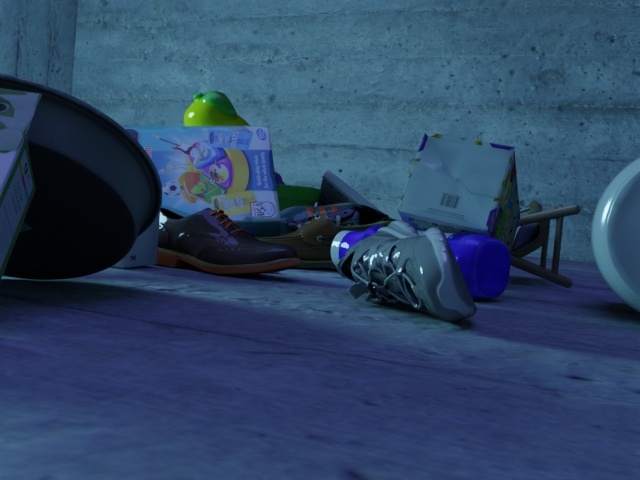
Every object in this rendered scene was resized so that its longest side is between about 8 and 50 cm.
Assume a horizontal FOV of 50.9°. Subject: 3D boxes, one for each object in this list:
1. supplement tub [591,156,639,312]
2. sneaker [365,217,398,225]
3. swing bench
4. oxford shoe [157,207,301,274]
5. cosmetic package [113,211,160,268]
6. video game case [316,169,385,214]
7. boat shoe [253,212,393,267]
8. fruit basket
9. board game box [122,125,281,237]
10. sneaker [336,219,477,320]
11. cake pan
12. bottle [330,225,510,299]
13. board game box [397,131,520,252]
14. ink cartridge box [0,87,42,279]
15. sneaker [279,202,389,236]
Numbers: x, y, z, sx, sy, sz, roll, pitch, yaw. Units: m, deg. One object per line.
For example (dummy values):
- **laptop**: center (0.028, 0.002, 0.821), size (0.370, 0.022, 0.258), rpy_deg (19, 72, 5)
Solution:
- **supplement tub**: center (0.496, -0.008, 0.913), size (0.236, 0.235, 0.325), rpy_deg (6, 3, 24)
- **sneaker**: center (0.153, 0.002, 1.376), size (0.235, 0.106, 0.078), rpy_deg (-1, 49, -40)
- **swing bench**: center (0.374, -0.002, 1.378), size (0.255, 0.165, 0.253), rpy_deg (5, 3, 13)
- **oxford shoe**: center (-0.156, -0.001, 1.037), size (0.272, 0.098, 0.097), rpy_deg (6, 3, 22)
- **cosmetic package**: center (-0.363, -0.027, 1.038), size (0.231, 0.117, 0.085), rpy_deg (7, 5, 23)
- **video game case**: center (0.084, -0.058, 1.618), size (0.212, 0.023, 0.193), rpy_deg (39, -20, 10)
- **boat shoe**: center (0.000, 0.000, 1.256), size (0.308, 0.104, 0.111), rpy_deg (4, 4, -7)
- **fruit basket**: center (-0.209, -0.160, 1.603), size (0.392, 0.391, 0.283), rpy_deg (7, 3, 39)
- **board game box**: center (-0.259, -0.111, 1.321), size (0.337, 0.253, 0.079), rpy_deg (-2, -36, -11)
- **sneaker**: center (0.093, 0.049, 0.789), size (0.115, 0.105, 0.281), rpy_deg (-25, 8, -6)
- **cake pan**: center (-0.312, -0.045, 0.681), size (0.294, 0.054, 0.293), rpy_deg (0, -34, 0)
- **bottle**: center (0.140, 0.028, 1.028), size (0.283, 0.092, 0.118), rpy_deg (7, -2, 42)
- **board game box**: center (0.241, -0.044, 1.119), size (0.145, 0.142, 0.275), rpy_deg (15, -15, 23)
- **ink cartridge box**: center (-0.288, -0.034, 0.509), size (0.109, 0.062, 0.209), rpy_deg (5, 47, -8)
- **sneaker**: center (0.016, -0.026, 1.407), size (0.302, 0.108, 0.121), rpy_deg (-17, 14, -38)
